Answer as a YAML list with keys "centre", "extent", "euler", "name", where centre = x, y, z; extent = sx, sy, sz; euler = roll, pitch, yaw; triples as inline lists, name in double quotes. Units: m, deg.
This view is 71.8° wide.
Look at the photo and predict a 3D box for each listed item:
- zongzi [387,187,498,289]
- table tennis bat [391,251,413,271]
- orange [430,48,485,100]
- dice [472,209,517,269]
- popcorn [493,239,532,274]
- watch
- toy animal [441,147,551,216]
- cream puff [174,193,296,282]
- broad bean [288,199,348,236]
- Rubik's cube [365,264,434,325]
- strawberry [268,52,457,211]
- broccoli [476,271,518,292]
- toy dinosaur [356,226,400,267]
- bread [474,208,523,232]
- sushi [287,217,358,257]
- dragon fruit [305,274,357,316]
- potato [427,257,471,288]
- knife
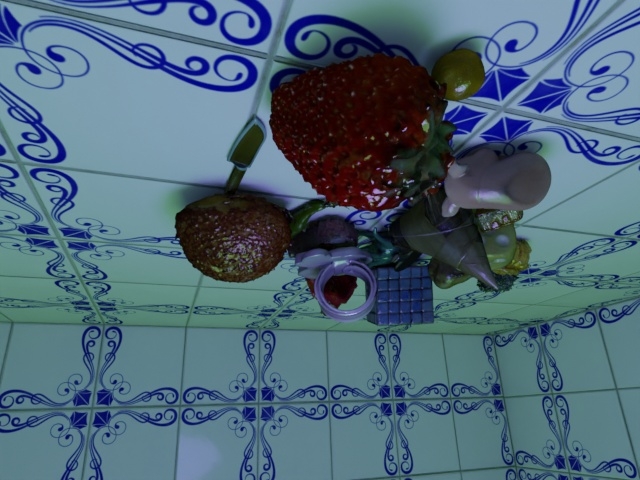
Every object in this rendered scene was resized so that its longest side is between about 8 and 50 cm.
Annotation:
- centre: [0.350, 0.034, 1.302]
  extent: [0.154, 0.318, 0.289]
  euler: [-14, 165, -26]
  name: "zongzi"
- centre: [0.316, 0.061, 1.602]
  extent: [0.154, 0.021, 0.274]
  euler: [-49, 158, 19]
  name: "table tennis bat"
- centre: [0.239, -0.289, 0.777]
  extent: [0.095, 0.085, 0.085]
  euler: [-11, 157, 38]
  name: "orange"
- centre: [0.511, 0.001, 1.416]
  extent: [0.169, 0.169, 0.166]
  euler: [-2, 159, -1]
  name: "dice"
- centre: [0.701, 0.067, 1.653]
  extent: [0.163, 0.140, 0.194]
  euler: [-9, 160, 30]
  name: "popcorn"
- centre: [0.052, 0.139, 1.379]
  extent: [0.248, 0.218, 0.211]
  euler: [-8, 156, 1]
  name: "watch"
- centre: [0.424, -0.140, 1.069]
  extent: [0.250, 0.154, 0.166]
  euler: [-3, 116, 6]
  name: "toy animal"
- centre: [-0.248, 0.006, 1.271]
  extent: [0.350, 0.229, 0.350]
  euler: [3, 165, 1]
  name: "cream puff"
- centre: [-0.062, -0.054, 1.369]
  extent: [0.318, 0.056, 0.098]
  euler: [-22, 136, 40]
  name: "broad bean"
- centre: [0.319, 0.228, 1.823]
  extent: [0.237, 0.237, 0.238]
  euler: [-2, 174, -6]
  name: "Rubik's cube"
- centre: [0.063, -0.187, 0.824]
  extent: [0.351, 0.267, 0.312]
  euler: [15, 173, 27]
  name: "strawberry"
- centre: [0.767, 0.157, 1.924]
  extent: [0.154, 0.167, 0.160]
  euler: [25, -165, 16]
  name: "broccoli"
- centre: [0.272, 0.023, 1.583]
  extent: [0.330, 0.129, 0.383]
  euler: [-7, 159, -19]
  name: "toy dinosaur"
- centre: [0.508, -0.082, 1.267]
  extent: [0.128, 0.069, 0.140]
  euler: [-22, -166, 30]
  name: "bread"
- centre: [0.015, 0.005, 1.459]
  extent: [0.241, 0.107, 0.161]
  euler: [-27, 146, 37]
  name: "sushi"
- centre: [0.025, 0.227, 1.913]
  extent: [0.262, 0.212, 0.134]
  euler: [19, 143, -31]
  name: "dragon fruit"
- centre: [0.505, 0.097, 1.670]
  extent: [0.200, 0.154, 0.137]
  euler: [-34, 138, 5]
  name: "potato"
- centre: [-0.194, -0.190, 1.064]
  extent: [0.061, 0.027, 0.343]
  euler: [12, 155, -22]
  name: "knife"
